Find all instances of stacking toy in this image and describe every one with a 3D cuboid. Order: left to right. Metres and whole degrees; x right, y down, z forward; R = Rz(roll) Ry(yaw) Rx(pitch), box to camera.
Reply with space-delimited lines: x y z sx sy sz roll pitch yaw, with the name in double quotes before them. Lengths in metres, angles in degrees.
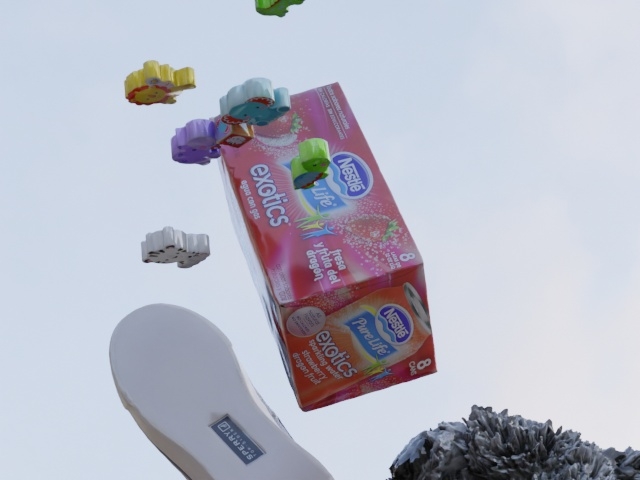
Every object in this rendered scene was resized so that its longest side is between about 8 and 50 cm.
"stacking toy" -0.075 -0.093 1.390 0.052 0.167 0.221 11 -29 -38

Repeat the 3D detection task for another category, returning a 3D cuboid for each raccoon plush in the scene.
"raccoon plush" 0.241 0.286 1.632 0.446 0.299 0.216 -23 -61 -2

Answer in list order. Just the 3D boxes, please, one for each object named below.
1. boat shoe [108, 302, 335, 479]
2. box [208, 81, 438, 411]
"boat shoe" -0.092 0.215 1.743 0.127 0.340 0.158 -26 -41 -18
"box" 0.000 0.000 1.492 0.122 0.257 0.128 -16 -48 -6
